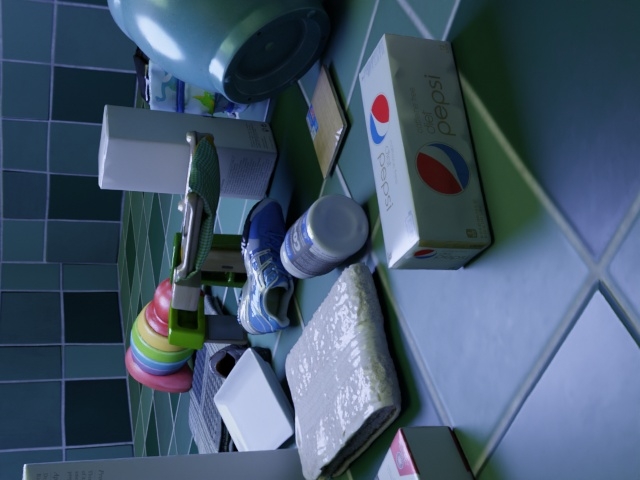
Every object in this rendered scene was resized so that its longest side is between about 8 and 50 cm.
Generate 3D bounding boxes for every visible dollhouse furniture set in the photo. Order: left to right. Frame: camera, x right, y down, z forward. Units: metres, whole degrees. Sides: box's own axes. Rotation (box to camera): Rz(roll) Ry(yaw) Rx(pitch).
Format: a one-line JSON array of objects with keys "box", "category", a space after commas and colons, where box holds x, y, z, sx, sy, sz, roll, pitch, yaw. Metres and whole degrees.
[{"box": [-0.147, 0.001, 1.263, 0.197, 0.152, 0.301, -102, 21, -52], "category": "dollhouse furniture set"}]

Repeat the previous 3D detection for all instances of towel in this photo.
[{"box": [-0.204, 0.296, 1.616, 0.324, 0.056, 0.312, -141, 57, -68], "category": "towel"}, {"box": [0.017, 0.172, 0.989, 0.282, 0.049, 0.187, 118, 147, -51], "category": "towel"}]

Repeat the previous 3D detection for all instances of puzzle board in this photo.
[{"box": [0.008, -0.160, 1.091, 0.096, 0.011, 0.128, 110, 154, -45], "category": "puzzle board"}]

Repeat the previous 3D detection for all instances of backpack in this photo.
[{"box": [-0.219, -0.343, 1.424, 0.355, 0.274, 0.289, -63, -15, -72], "category": "backpack"}]

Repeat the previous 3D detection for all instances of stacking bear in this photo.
[{"box": [-0.341, 0.195, 1.848, 0.175, 0.164, 0.289, -107, 31, -41], "category": "stacking bear"}]

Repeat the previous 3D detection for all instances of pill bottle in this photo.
[{"box": [0.000, 0.000, 1.001, 0.137, 0.078, 0.078, 138, 130, -64], "category": "pill bottle"}]

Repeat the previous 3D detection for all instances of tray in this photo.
[{"box": [-0.103, 0.273, 1.295, 0.145, 0.030, 0.270, 61, 151, 16], "category": "tray"}]

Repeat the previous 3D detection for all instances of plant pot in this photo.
[{"box": [-0.109, -0.311, 1.092, 0.196, 0.293, 0.293, 54, 146, 18], "category": "plant pot"}]

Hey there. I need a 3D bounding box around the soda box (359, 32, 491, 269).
[{"box": [0.093, -0.083, 0.752, 0.069, 0.074, 0.216, 129, 139, -60], "category": "soda box"}]

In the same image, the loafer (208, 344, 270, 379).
[{"box": [-0.154, 0.208, 1.381, 0.170, 0.061, 0.062, -19, 79, 53], "category": "loafer"}]

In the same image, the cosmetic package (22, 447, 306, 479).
[{"box": [-0.200, 0.397, 1.083, 0.156, 0.385, 0.217, 139, 132, -63], "category": "cosmetic package"}]

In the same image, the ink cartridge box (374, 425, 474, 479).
[{"box": [0.092, 0.254, 0.756, 0.099, 0.056, 0.135, -110, 29, -47], "category": "ink cartridge box"}]

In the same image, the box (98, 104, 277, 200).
[{"box": [-0.219, -0.141, 1.328, 0.094, 0.275, 0.113, -107, 29, -44], "category": "box"}]

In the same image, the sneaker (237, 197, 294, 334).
[{"box": [-0.072, 0.040, 1.232, 0.081, 0.080, 0.211, 0, 88, 48], "category": "sneaker"}]
